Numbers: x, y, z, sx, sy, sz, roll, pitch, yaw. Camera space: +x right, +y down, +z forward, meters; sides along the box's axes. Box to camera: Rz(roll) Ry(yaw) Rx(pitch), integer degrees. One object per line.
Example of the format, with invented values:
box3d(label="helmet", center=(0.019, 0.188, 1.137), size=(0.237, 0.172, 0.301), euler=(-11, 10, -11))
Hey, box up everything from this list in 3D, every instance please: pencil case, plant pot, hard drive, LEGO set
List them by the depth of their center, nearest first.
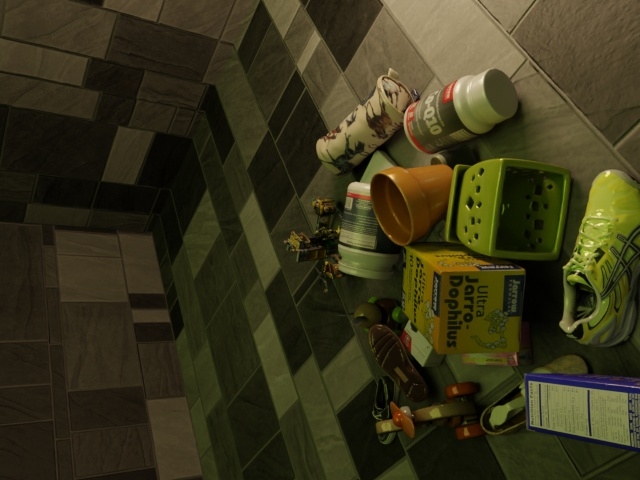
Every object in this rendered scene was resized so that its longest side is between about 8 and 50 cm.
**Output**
box3d(label="plant pot", center=(0.440, -0.077, 1.404), size=(0.207, 0.227, 0.228), euler=(13, 98, 62))
box3d(label="plant pot", center=(0.263, -0.113, 1.520), size=(0.205, 0.188, 0.205), euler=(55, 158, 35))
box3d(label="hard drive", center=(0.230, -0.104, 1.863), size=(0.353, 0.047, 0.232), euler=(57, 131, 43))
box3d(label="pencil case", center=(0.144, -0.377, 1.924), size=(0.410, 0.160, 0.183), euler=(-38, 35, 48))
box3d(label="LEGO set", center=(0.000, 0.000, 2.029), size=(0.331, 0.192, 0.254), euler=(54, 140, 42))

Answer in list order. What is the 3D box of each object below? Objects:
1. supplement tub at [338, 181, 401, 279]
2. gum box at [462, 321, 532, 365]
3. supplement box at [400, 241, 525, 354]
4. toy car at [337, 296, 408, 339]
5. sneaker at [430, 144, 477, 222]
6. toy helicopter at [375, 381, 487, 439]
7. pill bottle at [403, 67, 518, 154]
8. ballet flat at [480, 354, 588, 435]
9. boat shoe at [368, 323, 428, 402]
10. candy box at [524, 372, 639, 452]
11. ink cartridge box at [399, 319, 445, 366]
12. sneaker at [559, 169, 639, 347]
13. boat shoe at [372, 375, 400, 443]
box3d(label="supplement tub", center=(0.158, -0.032, 1.748), size=(0.191, 0.191, 0.271), euler=(19, 102, 55))
box3d(label="gum box", center=(0.446, 0.266, 1.486), size=(0.188, 0.062, 0.107), euler=(-15, 74, 54))
box3d(label="supplement box", center=(0.331, 0.126, 1.412), size=(0.356, 0.196, 0.194), euler=(-122, 31, -79))
box3d(label="toy car", center=(0.153, 0.253, 1.807), size=(0.155, 0.189, 0.148), euler=(16, 99, 56))
box3d(label="sneaker", center=(0.390, -0.151, 1.614), size=(0.083, 0.118, 0.221), euler=(38, 147, 58))
box3d(label="toy helicopter", center=(0.262, 0.495, 1.577), size=(0.355, 0.235, 0.140), euler=(-37, 57, 48))
box3d(label="pill bottle", center=(0.378, -0.351, 1.572), size=(0.283, 0.161, 0.161), euler=(-18, 71, 54))
box3d(label="ballet flat", center=(0.495, 0.379, 1.362), size=(0.316, 0.106, 0.107), euler=(-57, 43, 35))
box3d(label="boat shoe", center=(0.227, 0.366, 1.718), size=(0.095, 0.095, 0.257), euler=(-32, 78, 5))
box3d(label="candy box", center=(0.596, 0.320, 1.077), size=(0.317, 0.268, 0.122), euler=(-9, 75, 56))
box3d(label="ink cartridge box", center=(0.319, 0.256, 1.665), size=(0.127, 0.073, 0.175), euler=(48, 126, 48))
box3d(label="sneaker", center=(0.599, 0.038, 1.214), size=(0.145, 0.147, 0.384), euler=(3, 88, 58))
box3d(label="boat shoe", center=(0.197, 0.534, 1.814), size=(0.078, 0.070, 0.219), euler=(5, 90, 56))
